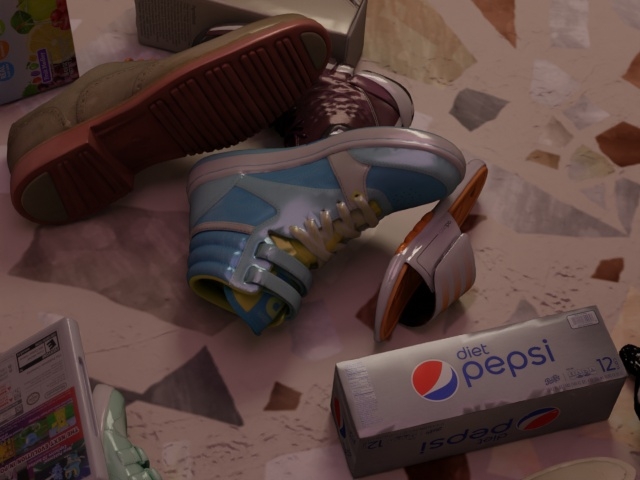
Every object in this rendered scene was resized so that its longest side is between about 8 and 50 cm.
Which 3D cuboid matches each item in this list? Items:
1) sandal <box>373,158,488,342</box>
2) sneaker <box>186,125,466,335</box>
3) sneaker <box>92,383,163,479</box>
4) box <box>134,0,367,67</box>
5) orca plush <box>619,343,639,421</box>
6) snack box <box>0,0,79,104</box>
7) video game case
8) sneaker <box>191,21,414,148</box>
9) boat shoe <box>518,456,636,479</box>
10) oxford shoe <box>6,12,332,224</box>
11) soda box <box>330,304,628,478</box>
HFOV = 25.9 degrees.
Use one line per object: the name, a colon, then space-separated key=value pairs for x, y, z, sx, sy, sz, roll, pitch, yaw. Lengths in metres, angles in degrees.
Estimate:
sandal: x=0.142 y=0.011 z=1.517 sx=0.076 sy=0.102 sz=0.265 roll=25 pitch=55 yaw=17
sneaker: x=0.000 y=0.000 z=1.482 sx=0.319 sy=0.127 sz=0.208 roll=-9 pitch=55 yaw=21
sneaker: x=-0.150 y=0.251 z=1.340 sx=0.151 sy=0.094 sz=0.256 roll=-5 pitch=56 yaw=-10
box: x=-0.085 y=-0.276 z=1.706 sx=0.275 sy=0.113 sz=0.094 roll=16 pitch=54 yaw=7
orca plush: x=0.359 y=0.096 z=1.469 sx=0.102 sy=0.151 sz=0.287 roll=-8 pitch=52 yaw=31
snack box: x=-0.397 y=-0.236 z=1.622 sx=0.207 sy=0.174 sz=0.070 roll=-21 pitch=55 yaw=-15
video game case: x=-0.304 y=0.196 z=1.351 sx=0.201 sy=0.023 sz=0.183 roll=-29 pitch=55 yaw=16
sneaker: x=-0.043 y=-0.147 z=1.621 sx=0.281 sy=0.106 sz=0.162 roll=19 pitch=59 yaw=10
boat shoe: x=0.176 y=0.317 z=1.304 sx=0.324 sy=0.097 sz=0.116 roll=-30 pitch=20 yaw=-26
oxford shoe: x=-0.182 y=-0.170 z=1.563 sx=0.397 sy=0.140 sz=0.146 roll=-25 pitch=52 yaw=0
soda box: x=0.158 y=0.154 z=1.417 sx=0.286 sy=0.098 sz=0.091 roll=-12 pitch=57 yaw=-10
